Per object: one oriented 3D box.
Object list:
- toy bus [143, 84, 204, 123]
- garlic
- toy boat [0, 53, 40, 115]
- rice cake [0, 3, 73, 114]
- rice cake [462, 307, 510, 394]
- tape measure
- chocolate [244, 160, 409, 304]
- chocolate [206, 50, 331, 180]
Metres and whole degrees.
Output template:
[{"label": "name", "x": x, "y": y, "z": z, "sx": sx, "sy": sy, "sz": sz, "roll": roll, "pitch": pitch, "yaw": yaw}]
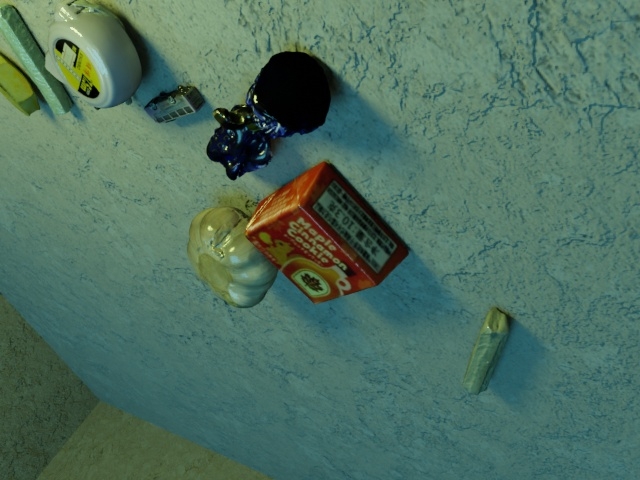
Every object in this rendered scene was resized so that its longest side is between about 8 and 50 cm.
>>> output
[{"label": "toy bus", "x": -0.271, "y": -0.251, "z": 1.169, "sx": 0.130, "sy": 0.037, "sz": 0.052, "roll": -4, "pitch": 135, "yaw": 43}, {"label": "garlic", "x": -0.179, "y": 0.027, "z": 1.328, "sx": 0.227, "sy": 0.152, "sz": 0.228, "roll": 29, "pitch": 138, "yaw": 31}, {"label": "toy boat", "x": -0.686, "y": -0.353, "z": 1.389, "sx": 0.172, "sy": 0.065, "sz": 0.066, "roll": 56, "pitch": 161, "yaw": -24}, {"label": "rice cake", "x": -0.591, "y": -0.369, "z": 1.299, "sx": 0.045, "sy": 0.042, "sz": 0.245, "roll": 8, "pitch": 138, "yaw": 31}, {"label": "rice cake", "x": 0.317, "y": 0.221, "z": 1.219, "sx": 0.052, "sy": 0.057, "sz": 0.256, "roll": 8, "pitch": 141, "yaw": 8}, {"label": "tape measure", "x": -0.401, "y": -0.327, "z": 1.136, "sx": 0.178, "sy": 0.105, "sz": 0.196, "roll": 48, "pitch": 144, "yaw": -6}, {"label": "chocolate", "x": 0.000, "y": 0.000, "z": 1.178, "sx": 0.237, "sy": 0.108, "sz": 0.234, "roll": 47, "pitch": 143, "yaw": -15}, {"label": "chocolate", "x": -0.111, "y": -0.191, "z": 1.049, "sx": 0.148, "sy": 0.126, "sz": 0.343, "roll": 6, "pitch": 166, "yaw": -26}]
